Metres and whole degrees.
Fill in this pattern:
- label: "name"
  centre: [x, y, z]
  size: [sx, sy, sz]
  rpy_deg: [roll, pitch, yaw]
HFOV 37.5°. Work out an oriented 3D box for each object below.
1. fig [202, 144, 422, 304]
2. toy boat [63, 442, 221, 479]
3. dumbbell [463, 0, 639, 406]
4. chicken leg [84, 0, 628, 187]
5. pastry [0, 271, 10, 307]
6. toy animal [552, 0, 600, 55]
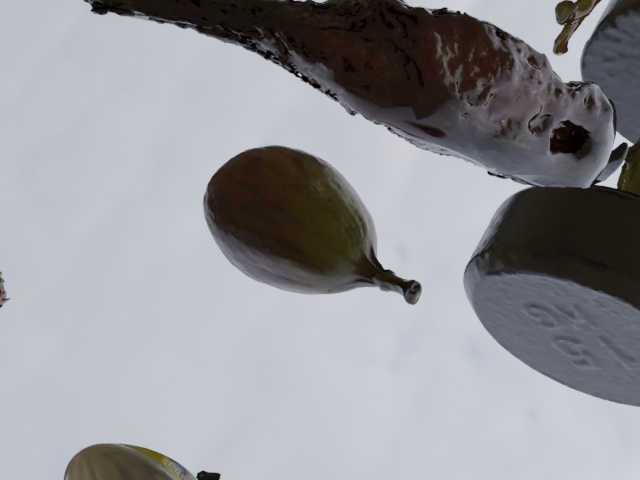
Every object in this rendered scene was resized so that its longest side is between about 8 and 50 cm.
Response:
- label: "fig"
  centre: [0.001, -0.002, 1.007]
  size: [0.274, 0.170, 0.145]
  rpy_deg: [29, -115, 32]
- label: "toy boat"
  centre: [-0.115, 0.284, 0.820]
  size: [0.141, 0.141, 0.269]
  rpy_deg: [-26, -92, 11]
- label: "dumbbell"
  centre: [0.265, -0.050, 0.739]
  size: [0.204, 0.203, 0.322]
  rpy_deg: [13, -119, 37]
- label: "chicken leg"
  centre: [0.027, -0.067, 0.374]
  size: [0.106, 0.253, 0.051]
  rpy_deg: [26, -83, 64]
- label: "pastry"
  centre: [-0.412, 0.015, 1.096]
  size: [0.063, 0.169, 0.087]
  rpy_deg: [-19, -174, -5]
- label: "toy animal"
  centre: [0.211, -0.230, 0.610]
  size: [0.099, 0.241, 0.057]
  rpy_deg: [-13, -137, -36]
